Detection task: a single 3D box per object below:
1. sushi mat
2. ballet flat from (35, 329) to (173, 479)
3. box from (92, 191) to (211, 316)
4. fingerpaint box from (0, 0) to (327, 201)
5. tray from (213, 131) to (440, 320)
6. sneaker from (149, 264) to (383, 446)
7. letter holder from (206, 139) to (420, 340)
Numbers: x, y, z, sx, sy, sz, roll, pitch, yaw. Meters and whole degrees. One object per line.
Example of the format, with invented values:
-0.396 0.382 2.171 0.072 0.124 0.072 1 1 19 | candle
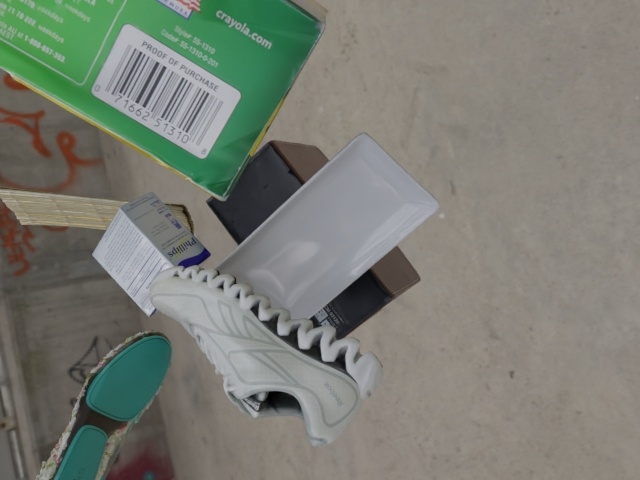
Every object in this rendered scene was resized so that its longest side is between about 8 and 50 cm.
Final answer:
-0.378 -0.044 1.218 0.151 0.317 0.019 95 -179 -69 | sushi mat
-0.262 0.209 0.830 0.077 0.091 0.240 -5 50 54 | ballet flat
-0.257 0.021 1.073 0.137 0.072 0.126 47 130 4 | box
-0.216 -0.260 0.640 0.163 0.445 0.371 -57 9 17 | fingerpaint box
0.000 -0.004 0.870 0.270 0.145 0.030 -41 29 17 | tray
-0.082 0.120 0.781 0.292 0.118 0.110 24 156 21 | sneaker
0.000 0.000 1.157 0.152 0.214 0.301 -41 81 21 | letter holder
